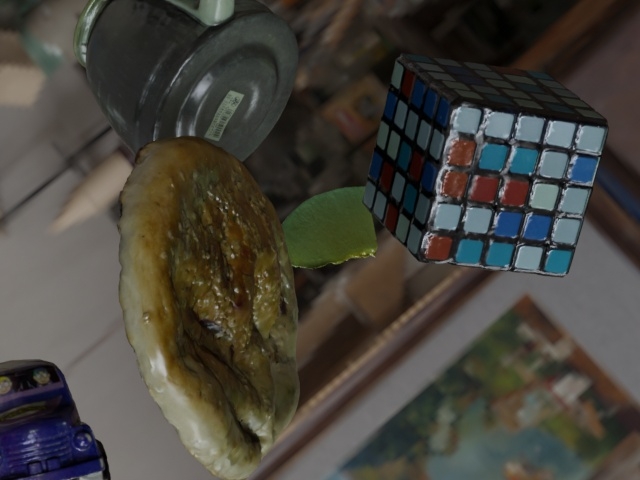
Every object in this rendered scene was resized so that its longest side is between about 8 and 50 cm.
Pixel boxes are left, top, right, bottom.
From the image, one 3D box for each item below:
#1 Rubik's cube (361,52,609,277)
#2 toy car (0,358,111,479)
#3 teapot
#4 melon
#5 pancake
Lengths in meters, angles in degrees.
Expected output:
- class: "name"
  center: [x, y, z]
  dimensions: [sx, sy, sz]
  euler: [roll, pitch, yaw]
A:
- class: "Rubik's cube"
  center: [0.171, -0.082, 1.857]
  dimensions: [0.184, 0.187, 0.182]
  euler: [-125, 45, -63]
- class: "toy car"
  center: [-0.340, 0.217, 1.961]
  dimensions: [0.235, 0.172, 0.158]
  euler: [180, 78, -68]
- class: "teapot"
  center: [-0.194, -0.236, 2.085]
  dimensions: [0.239, 0.239, 0.321]
  euler: [37, 171, 27]
- class: "melon"
  center: [0.000, 0.000, 2.378]
  dimensions: [0.053, 0.262, 0.114]
  euler: [-38, 83, 36]
- class: "pancake"
  center: [-0.107, 0.072, 1.880]
  dimensions: [0.082, 0.387, 0.387]
  euler: [-8, 135, 23]
